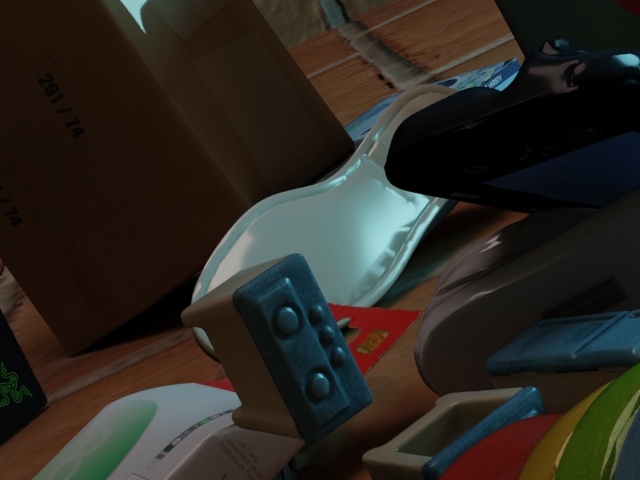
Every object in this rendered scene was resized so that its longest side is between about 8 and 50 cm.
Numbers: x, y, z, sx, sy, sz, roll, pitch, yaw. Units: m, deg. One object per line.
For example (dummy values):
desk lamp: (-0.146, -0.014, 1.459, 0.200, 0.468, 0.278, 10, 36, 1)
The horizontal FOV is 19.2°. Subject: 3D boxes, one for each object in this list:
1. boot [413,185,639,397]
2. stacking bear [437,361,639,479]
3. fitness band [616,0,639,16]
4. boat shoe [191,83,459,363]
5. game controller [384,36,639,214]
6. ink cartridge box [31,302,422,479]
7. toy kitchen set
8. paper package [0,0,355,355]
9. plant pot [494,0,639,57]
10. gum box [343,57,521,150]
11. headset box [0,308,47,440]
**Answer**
boot: (0.172, 0.002, 1.082, 0.258, 0.095, 0.123, -23, 19, 15)
stacking bear: (0.129, 0.103, 0.616, 0.289, 0.175, 0.164, -24, 35, 59)
fitness band: (0.346, -0.171, 1.279, 0.291, 0.054, 0.209, 7, -3, -2)
boat shoe: (0.015, 0.004, 1.438, 0.319, 0.116, 0.099, -44, -12, -34)
game controller: (0.178, -0.051, 1.107, 0.166, 0.067, 0.319, -29, -23, 32)
ink cartridge box: (-0.065, 0.102, 1.120, 0.224, 0.056, 0.181, -48, 18, -17)
toy kitchen set: (0.068, 0.049, 0.925, 0.207, 0.166, 0.122, -34, 14, -33)
paper package: (-0.187, -0.114, 1.648, 0.309, 0.325, 0.168, -34, 4, 41)
plant pot: (0.256, -0.268, 1.511, 0.341, 0.334, 0.341, -24, 13, 6)
gum box: (0.095, -0.117, 1.895, 0.184, 0.041, 0.157, -15, 16, 44)
headset box: (-0.374, 0.090, 1.463, 0.131, 0.246, 0.283, -18, 13, 34)
